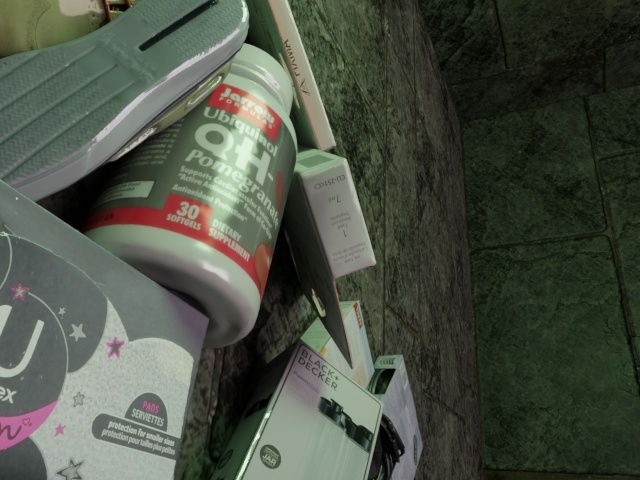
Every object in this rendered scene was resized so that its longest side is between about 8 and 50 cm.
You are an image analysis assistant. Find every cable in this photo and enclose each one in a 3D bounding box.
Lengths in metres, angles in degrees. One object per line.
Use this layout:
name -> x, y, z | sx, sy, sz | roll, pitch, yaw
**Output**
cable -> 0.077, 0.380, 0.976 | 0.151, 0.047, 0.184 | -37, 115, -24

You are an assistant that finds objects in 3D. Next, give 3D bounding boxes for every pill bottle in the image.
pill bottle -> -0.121, -0.064, 0.566 | 0.176, 0.176, 0.318 | 56, 34, -44

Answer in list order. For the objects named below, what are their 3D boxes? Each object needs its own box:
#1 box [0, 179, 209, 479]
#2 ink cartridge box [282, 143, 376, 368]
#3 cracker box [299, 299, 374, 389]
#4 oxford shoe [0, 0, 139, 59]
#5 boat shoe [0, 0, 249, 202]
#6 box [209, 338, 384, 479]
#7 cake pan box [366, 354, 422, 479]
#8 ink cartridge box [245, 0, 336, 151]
box -> -0.210, 0.084, 0.357 | 0.247, 0.142, 0.163 | 50, 39, -50
ink cartridge box -> 0.000, 0.000, 0.770 | 0.296, 0.066, 0.261 | -135, -152, -70
cracker box -> 0.021, 0.221, 0.930 | 0.232, 0.067, 0.155 | -40, 119, -62
oxford shoe -> -0.189, -0.227, 0.490 | 0.348, 0.130, 0.122 | -54, 151, -58
boat shoe -> -0.177, -0.106, 0.437 | 0.109, 0.302, 0.094 | 48, -22, 10
box -> -0.032, 0.284, 0.672 | 0.169, 0.087, 0.290 | 40, 35, -7
cake pan box -> 0.149, 0.413, 1.160 | 0.246, 0.070, 0.266 | -44, 122, -64
ink cartridge box -> -0.043, -0.256, 0.801 | 0.275, 0.060, 0.239 | 69, -10, -26
